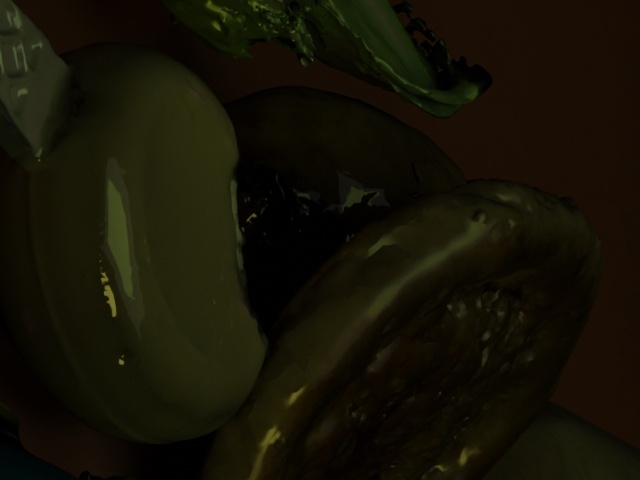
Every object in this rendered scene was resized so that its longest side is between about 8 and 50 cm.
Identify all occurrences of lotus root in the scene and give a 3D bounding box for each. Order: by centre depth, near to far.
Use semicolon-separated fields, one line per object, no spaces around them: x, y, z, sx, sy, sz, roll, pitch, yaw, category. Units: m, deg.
0.000;0.000;1.002;0.284;0.146;0.160;12;65;-70;lotus root

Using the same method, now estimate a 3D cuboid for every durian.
-0.055;-0.172;0.920;0.375;0.106;0.132;41;41;-28;durian

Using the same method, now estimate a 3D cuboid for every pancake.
0.038;0.109;0.970;0.356;0.065;0.356;-43;157;-23;pancake

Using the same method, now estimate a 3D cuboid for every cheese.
-0.096;-0.012;0.714;0.249;0.071;0.163;34;54;-63;cheese

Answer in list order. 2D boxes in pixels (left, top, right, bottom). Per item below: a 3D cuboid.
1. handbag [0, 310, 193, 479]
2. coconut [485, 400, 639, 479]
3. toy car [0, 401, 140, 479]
-0.119;0.047;0.823;0.212;0.059;0.157;62;35;-47;handbag
0.147;0.209;1.253;0.202;0.202;0.222;-48;136;-59;coconut
-0.101;0.178;0.668;0.198;0.166;0.314;-62;148;-11;toy car
